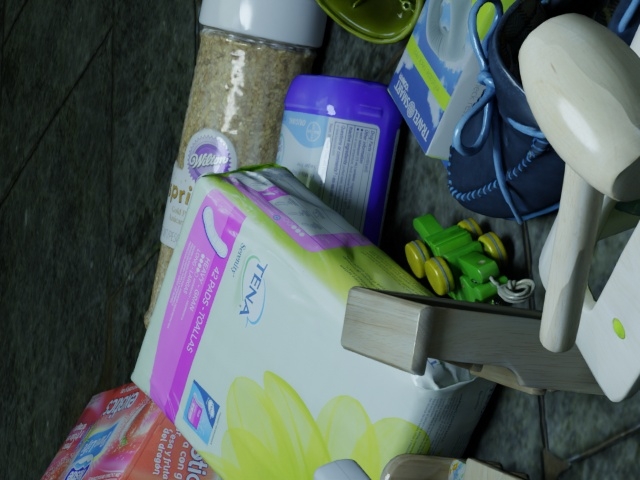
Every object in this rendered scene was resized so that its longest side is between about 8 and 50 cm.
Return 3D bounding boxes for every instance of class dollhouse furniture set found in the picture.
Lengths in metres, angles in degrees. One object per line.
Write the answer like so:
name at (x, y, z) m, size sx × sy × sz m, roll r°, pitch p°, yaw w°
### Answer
dollhouse furniture set at (0.093, 0.163, 1.063) m, size 0.212 × 0.161 × 0.242 m, roll -168°, pitch 87°, yaw -67°

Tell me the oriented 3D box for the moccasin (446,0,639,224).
moccasin at (0.158, -0.126, 1.067) m, size 0.342 × 0.117 × 0.137 m, roll 131°, pitch 141°, yaw -52°

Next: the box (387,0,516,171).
box at (0.108, -0.147, 1.288) m, size 0.109 × 0.042 × 0.178 m, roll -114°, pitch 39°, yaw -52°

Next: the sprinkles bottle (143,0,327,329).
sprinkles bottle at (-0.083, -0.073, 1.607) m, size 0.121 × 0.121 × 0.355 m, roll -151°, pitch 71°, yaw -66°

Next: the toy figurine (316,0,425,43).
toy figurine at (0.004, -0.336, 1.496) m, size 0.362 × 0.217 × 0.191 m, roll 37°, pitch 108°, yaw 15°

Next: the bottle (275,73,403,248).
bottle at (0.000, 0.000, 1.422) m, size 0.118 × 0.092 × 0.282 m, roll -161°, pitch 80°, yaw -67°

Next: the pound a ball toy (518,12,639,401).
pound a ball toy at (0.161, -0.040, 0.772) m, size 0.319 × 0.208 × 0.135 m, roll 97°, pitch 151°, yaw -63°

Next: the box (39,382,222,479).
box at (-0.151, 0.231, 1.571) m, size 0.142 × 0.154 × 0.300 m, roll -60°, pitch 16°, yaw -22°

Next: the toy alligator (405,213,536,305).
toy alligator at (0.112, 0.029, 1.206) m, size 0.190 × 0.056 × 0.051 m, roll 42°, pitch 153°, yaw 63°

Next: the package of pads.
package of pads at (-0.010, 0.099, 1.292) m, size 0.296 × 0.101 × 0.229 m, roll 42°, pitch 125°, yaw 33°

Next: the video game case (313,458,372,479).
video game case at (0.079, 0.345, 1.032) m, size 0.329 × 0.036 × 0.300 m, roll 44°, pitch 141°, yaw 53°
